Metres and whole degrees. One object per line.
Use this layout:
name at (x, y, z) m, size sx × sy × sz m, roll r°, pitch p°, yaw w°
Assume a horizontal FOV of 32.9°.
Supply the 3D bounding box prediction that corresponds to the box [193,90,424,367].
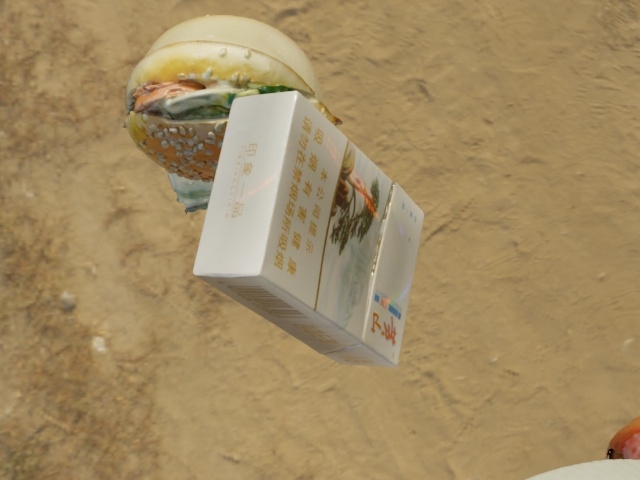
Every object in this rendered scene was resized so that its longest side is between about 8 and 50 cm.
box at (0.000, 0.001, 0.873) m, size 0.067 × 0.233 × 0.149 m, roll 2°, pitch 69°, yaw 32°

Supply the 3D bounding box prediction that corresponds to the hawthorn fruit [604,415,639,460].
hawthorn fruit at (0.499, 0.381, 1.486) m, size 0.211 × 0.211 × 0.299 m, roll 1°, pitch 113°, yaw 30°

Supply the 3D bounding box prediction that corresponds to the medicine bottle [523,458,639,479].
medicine bottle at (0.132, 0.175, 0.256) m, size 0.190 × 0.332 × 0.189 m, roll 0°, pitch 92°, yaw -9°

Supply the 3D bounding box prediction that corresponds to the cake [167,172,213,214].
cake at (-0.123, -0.181, 1.487) m, size 0.172 × 0.283 × 0.158 m, roll -14°, pitch 116°, yaw 5°

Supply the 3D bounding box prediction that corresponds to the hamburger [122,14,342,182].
hamburger at (-0.099, -0.136, 1.144) m, size 0.237 × 0.237 × 0.147 m, roll -12°, pitch 61°, yaw 30°
